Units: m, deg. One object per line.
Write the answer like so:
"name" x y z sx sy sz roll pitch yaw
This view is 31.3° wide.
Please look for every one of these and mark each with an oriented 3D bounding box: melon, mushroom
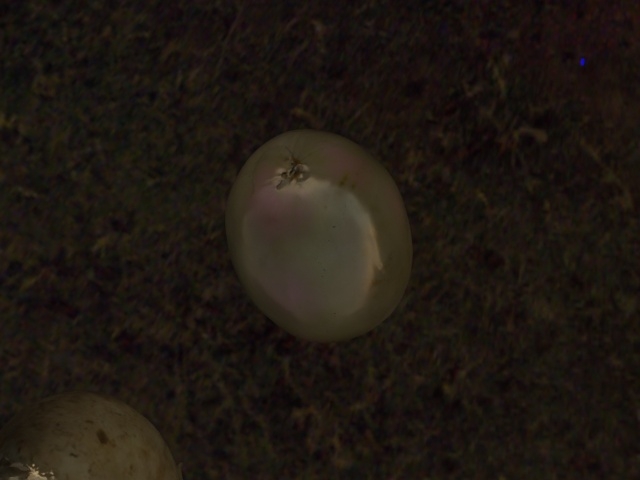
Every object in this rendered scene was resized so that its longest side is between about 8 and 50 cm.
"melon" 0.000 0.000 1.392 0.223 0.223 0.317 3 152 13
"mushroom" -0.270 0.257 1.161 0.195 0.254 0.189 -12 119 24
